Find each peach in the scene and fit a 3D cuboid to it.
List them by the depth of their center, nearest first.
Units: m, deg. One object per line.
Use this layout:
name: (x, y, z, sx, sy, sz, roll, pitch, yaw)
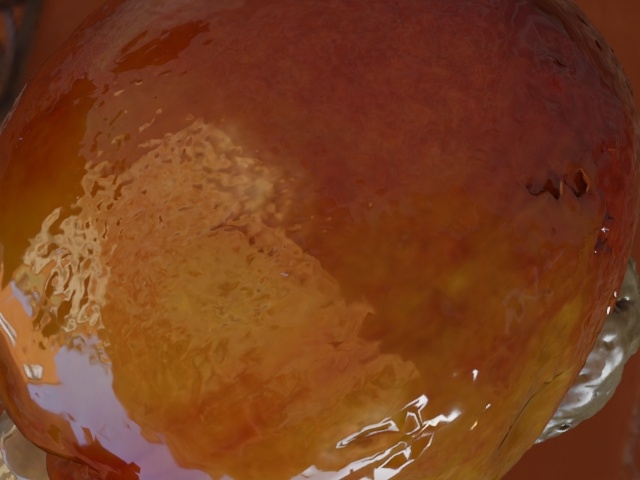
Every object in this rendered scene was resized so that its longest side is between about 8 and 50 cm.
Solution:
peach: (0.000, 0.000, 0.551, 0.281, 0.281, 0.238, 9, 138, 54)

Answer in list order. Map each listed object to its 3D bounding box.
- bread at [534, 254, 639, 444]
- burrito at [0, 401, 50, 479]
bread: (0.120, 0.043, 1.016, 0.230, 0.230, 0.123, 11, -150, 17)
burrito: (-0.149, 0.195, 0.738, 0.107, 0.347, 0.175, 5, -146, -29)
